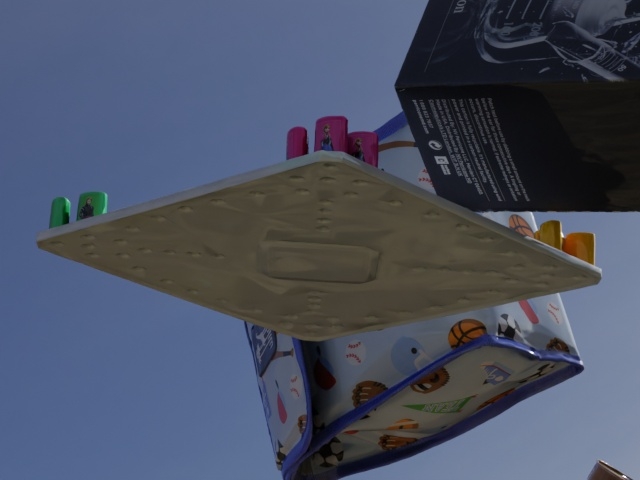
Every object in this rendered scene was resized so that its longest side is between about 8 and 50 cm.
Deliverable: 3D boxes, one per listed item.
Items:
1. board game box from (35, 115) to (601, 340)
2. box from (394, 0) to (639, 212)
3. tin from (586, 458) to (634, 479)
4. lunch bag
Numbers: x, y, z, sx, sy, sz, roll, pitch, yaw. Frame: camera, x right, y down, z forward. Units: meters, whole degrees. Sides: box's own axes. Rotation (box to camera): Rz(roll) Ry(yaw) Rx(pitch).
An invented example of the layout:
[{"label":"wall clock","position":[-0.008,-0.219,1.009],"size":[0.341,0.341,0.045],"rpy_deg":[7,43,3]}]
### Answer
[{"label":"board game box","position":[0.000,0.000,1.846],"size":[0.390,0.050,0.390],"rpy_deg":[-14,-25,41]},{"label":"box","position":[0.280,-0.204,1.858],"size":[0.312,0.343,0.179],"rpy_deg":[1,-42,25]},{"label":"tin","position":[0.385,0.318,2.461],"size":[0.040,0.106,0.189],"rpy_deg":[-55,-9,1]},{"label":"lunch bag","position":[0.063,0.079,2.303],"size":[0.385,0.328,0.239],"rpy_deg":[-31,-32,32]}]
